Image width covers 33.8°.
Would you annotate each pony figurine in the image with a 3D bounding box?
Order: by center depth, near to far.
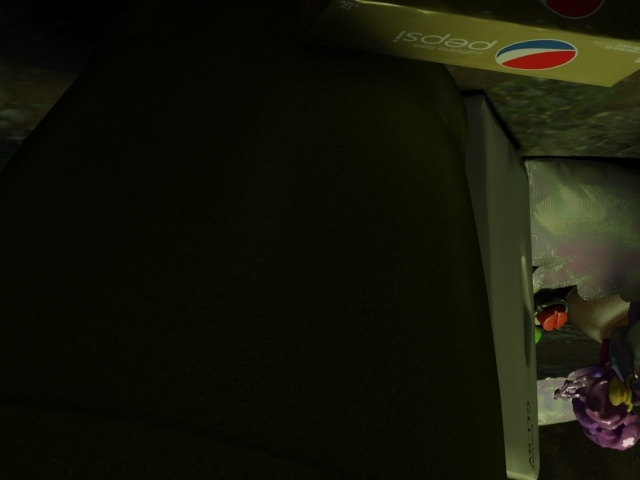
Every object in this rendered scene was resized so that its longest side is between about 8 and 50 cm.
[{"bbox_3d":[0.311,0.096,0.915,0.351,0.363,0.303,-5,124,-6],"label":"pony figurine"}]

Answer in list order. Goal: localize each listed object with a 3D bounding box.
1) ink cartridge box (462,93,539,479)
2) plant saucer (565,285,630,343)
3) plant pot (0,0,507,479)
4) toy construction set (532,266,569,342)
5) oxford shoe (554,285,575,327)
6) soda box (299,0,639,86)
[{"bbox_3d":[-0.034,0.055,0.837,0.384,0.279,0.160,-5,165,18],"label":"ink cartridge box"},{"bbox_3d":[0.438,0.064,1.214,0.310,0.050,0.310,-9,156,-4],"label":"plant saucer"},{"bbox_3d":[-0.055,0.060,0.579,0.366,0.353,0.366,9,150,5],"label":"plant pot"},{"bbox_3d":[0.137,0.081,1.151,0.215,0.151,0.327,-42,150,17],"label":"toy construction set"},{"bbox_3d":[0.346,0.060,1.328,0.227,0.083,0.096,5,151,-30],"label":"oxford shoe"},{"bbox_3d":[0.082,-0.125,0.527,0.181,0.061,0.058,4,167,-17],"label":"soda box"}]
